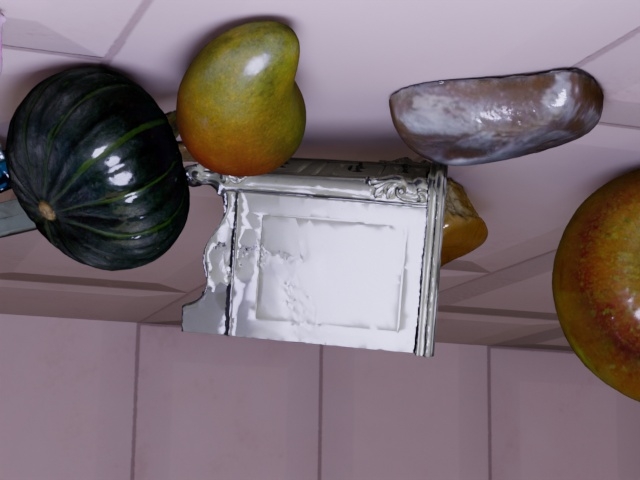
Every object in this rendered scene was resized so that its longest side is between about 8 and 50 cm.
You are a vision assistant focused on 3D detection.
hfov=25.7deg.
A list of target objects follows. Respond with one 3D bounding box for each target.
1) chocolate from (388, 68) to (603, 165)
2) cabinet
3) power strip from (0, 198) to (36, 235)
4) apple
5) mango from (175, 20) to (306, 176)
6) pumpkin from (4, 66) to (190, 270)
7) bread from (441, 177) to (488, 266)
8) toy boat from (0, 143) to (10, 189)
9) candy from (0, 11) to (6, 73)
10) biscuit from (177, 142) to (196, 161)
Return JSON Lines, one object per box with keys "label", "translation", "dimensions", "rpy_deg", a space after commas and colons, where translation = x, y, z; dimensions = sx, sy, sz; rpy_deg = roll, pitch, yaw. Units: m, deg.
{"label": "chocolate", "translation": [0.212, -0.137, 1.691], "dimensions": [0.254, 0.080, 0.157], "rpy_deg": [-5, 167, 24]}
{"label": "cabinet", "translation": [0.000, 0.000, 1.823], "dimensions": [0.318, 0.227, 0.290], "rpy_deg": [4, -171, 6]}
{"label": "power strip", "translation": [-0.482, -0.029, 2.110], "dimensions": [0.288, 0.053, 0.093], "rpy_deg": [-15, -178, -40]}
{"label": "apple", "translation": [0.522, 0.071, 1.997], "dimensions": [0.384, 0.374, 0.374], "rpy_deg": [14, 170, 10]}
{"label": "mango", "translation": [-0.090, -0.151, 1.557], "dimensions": [0.146, 0.129, 0.289], "rpy_deg": [3, 161, 3]}
{"label": "pumpkin", "translation": [-0.246, -0.090, 1.636], "dimensions": [0.216, 0.250, 0.250], "rpy_deg": [-36, 177, -16]}
{"label": "bread", "translation": [0.127, -0.001, 2.133], "dimensions": [0.245, 0.121, 0.174], "rpy_deg": [-28, 155, 17]}
{"label": "toy boat", "translation": [-0.495, -0.094, 1.960], "dimensions": [0.134, 0.092, 0.299], "rpy_deg": [-27, -172, -25]}
{"label": "candy", "translation": [-0.462, -0.190, 1.401], "dimensions": [0.265, 0.115, 0.155], "rpy_deg": [-2, 167, 16]}
{"label": "biscuit", "translation": [-0.214, -0.121, 1.950], "dimensions": [0.147, 0.018, 0.071], "rpy_deg": [-1, 167, 7]}
